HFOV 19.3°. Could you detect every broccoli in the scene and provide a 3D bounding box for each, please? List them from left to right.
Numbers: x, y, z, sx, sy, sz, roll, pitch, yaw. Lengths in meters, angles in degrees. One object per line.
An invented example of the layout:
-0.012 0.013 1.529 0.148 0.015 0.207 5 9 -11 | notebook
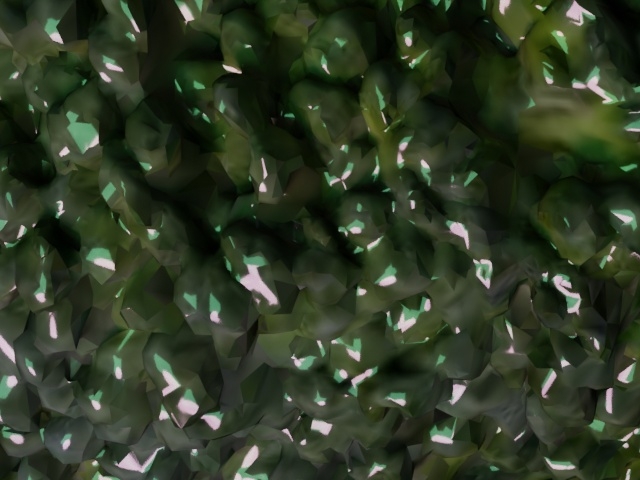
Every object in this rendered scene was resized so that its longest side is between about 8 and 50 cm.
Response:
-0.003 0.019 0.553 0.334 0.272 0.324 -18 111 29 | broccoli
